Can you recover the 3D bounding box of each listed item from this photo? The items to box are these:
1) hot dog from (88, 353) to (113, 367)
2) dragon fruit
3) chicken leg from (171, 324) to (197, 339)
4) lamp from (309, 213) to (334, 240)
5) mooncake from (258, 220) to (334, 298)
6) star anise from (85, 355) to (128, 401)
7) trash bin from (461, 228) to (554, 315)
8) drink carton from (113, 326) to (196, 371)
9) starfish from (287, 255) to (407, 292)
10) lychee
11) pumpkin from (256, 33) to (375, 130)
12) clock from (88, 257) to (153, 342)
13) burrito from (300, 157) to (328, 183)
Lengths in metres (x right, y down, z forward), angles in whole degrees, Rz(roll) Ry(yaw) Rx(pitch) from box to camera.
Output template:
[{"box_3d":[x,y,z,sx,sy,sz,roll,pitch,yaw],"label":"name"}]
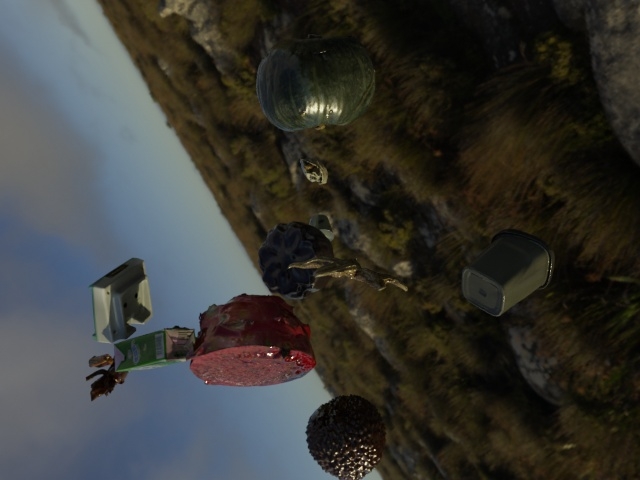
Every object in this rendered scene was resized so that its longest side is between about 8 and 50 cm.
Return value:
[{"box_3d":[-0.810,0.443,2.007,0.062,0.144,0.038,20,-120,-38],"label":"hot dog"},{"box_3d":[-0.202,0.286,1.604,0.386,0.371,0.249,21,-131,-35],"label":"dragon fruit"},{"box_3d":[-0.539,0.451,2.342,0.253,0.051,0.106,37,-175,18],"label":"chicken leg"},{"box_3d":[0.000,0.000,2.309,0.121,0.121,0.214,71,-168,-60],"label":"lamp"},{"box_3d":[-0.097,0.070,1.948,0.283,0.283,0.141,57,-160,17],"label":"mooncake"},{"box_3d":[-0.785,0.508,2.070,0.111,0.196,0.212,51,-163,3],"label":"star anise"},{"box_3d":[0.638,0.117,1.886,0.219,0.250,0.220,31,143,42],"label":"trash bin"},{"box_3d":[-0.561,0.377,1.874,0.161,0.271,0.108,15,-118,-56],"label":"drink carton"},{"box_3d":[0.071,0.075,1.177,0.277,0.062,0.236,16,-174,-8],"label":"starfish"},{"box_3d":[0.084,0.620,1.694,0.267,0.267,0.267,58,173,11],"label":"lychee"},{"box_3d":[-0.011,-0.447,1.538,0.291,0.328,0.257,20,121,55],"label":"pumpkin"},{"box_3d":[-0.709,0.217,1.978,0.262,0.116,0.231,-55,-28,-65],"label":"clock"},{"box_3d":[-0.020,-0.275,2.178,0.117,0.076,0.392,58,-172,-1],"label":"burrito"}]
